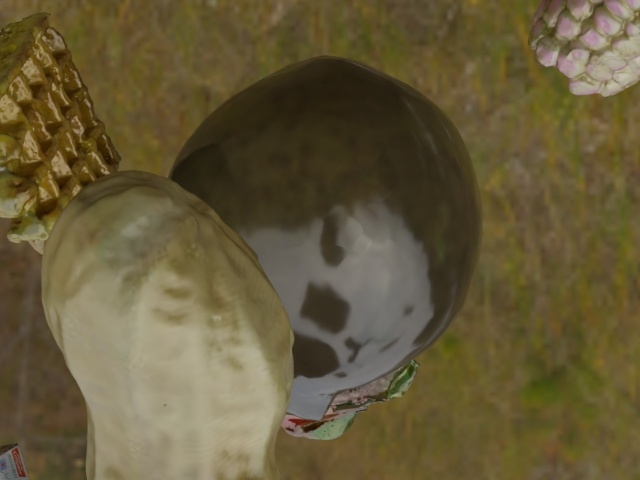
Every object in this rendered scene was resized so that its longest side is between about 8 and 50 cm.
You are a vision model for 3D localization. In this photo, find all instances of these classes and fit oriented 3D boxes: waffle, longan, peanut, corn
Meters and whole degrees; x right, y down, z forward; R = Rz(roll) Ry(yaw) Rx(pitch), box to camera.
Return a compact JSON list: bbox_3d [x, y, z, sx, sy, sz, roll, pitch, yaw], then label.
[{"bbox_3d":[-0.231,-0.073,1.399,0.055,0.211,0.160,-18,117,13],"label":"waffle"},{"bbox_3d":[0.000,0.000,1.460,0.288,0.288,0.350,8,150,-16],"label":"longan"},{"bbox_3d":[-0.073,0.099,0.936,0.130,0.290,0.130,-6,-156,2],"label":"peanut"},{"bbox_3d":[0.274,-0.223,1.109,0.126,0.127,0.335,18,125,-38],"label":"corn"}]

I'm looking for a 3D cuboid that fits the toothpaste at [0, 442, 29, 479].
[{"bbox_3d":[-0.300,0.301,1.705,0.040,0.196,0.047,-10,-171,27],"label":"toothpaste"}]

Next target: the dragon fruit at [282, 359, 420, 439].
[{"bbox_3d":[-0.009,0.070,1.780,0.295,0.268,0.130,6,172,-14],"label":"dragon fruit"}]
